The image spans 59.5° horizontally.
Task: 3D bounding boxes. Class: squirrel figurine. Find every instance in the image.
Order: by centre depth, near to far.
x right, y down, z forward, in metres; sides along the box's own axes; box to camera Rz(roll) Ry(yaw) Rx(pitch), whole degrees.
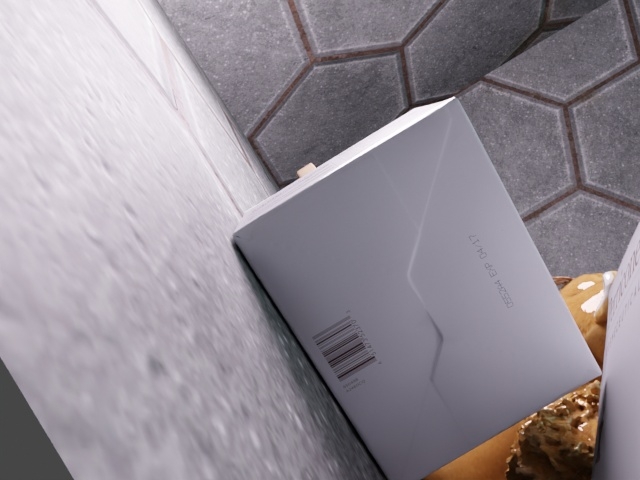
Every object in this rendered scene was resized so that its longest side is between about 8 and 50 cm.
[{"bbox_3d":[0.301,0.222,0.674,0.281,0.370,0.397,39,19,-10],"label":"squirrel figurine"}]

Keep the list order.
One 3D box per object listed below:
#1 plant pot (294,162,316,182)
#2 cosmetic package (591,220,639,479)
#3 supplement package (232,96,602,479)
[{"bbox_3d":[0.000,0.000,0.928,0.237,0.110,0.237,59,1,-2],"label":"plant pot"},{"bbox_3d":[0.324,0.171,0.272,0.329,0.327,0.394,59,45,-58],"label":"cosmetic package"},{"bbox_3d":[0.077,0.041,0.510,0.262,0.204,0.145,59,2,-10],"label":"supplement package"}]
